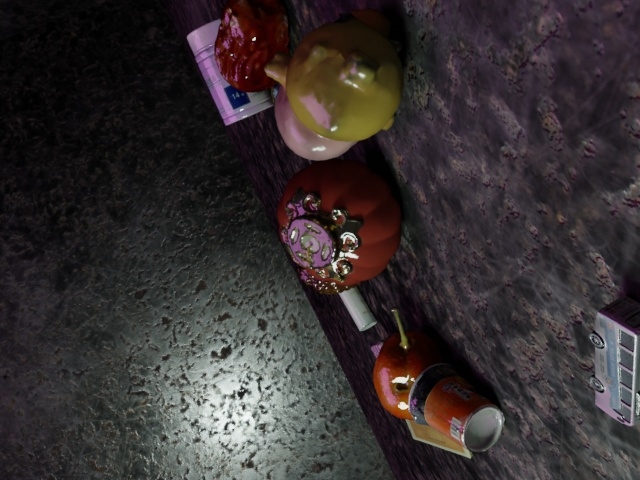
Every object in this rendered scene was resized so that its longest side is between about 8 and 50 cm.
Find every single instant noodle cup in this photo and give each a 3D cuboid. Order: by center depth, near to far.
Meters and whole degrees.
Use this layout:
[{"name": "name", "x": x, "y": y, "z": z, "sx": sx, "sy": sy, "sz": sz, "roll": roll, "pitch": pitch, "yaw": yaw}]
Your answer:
[{"name": "instant noodle cup", "x": 0.243, "y": 0.299, "z": 0.949, "sx": 0.136, "sy": 0.127, "sz": 0.127, "roll": 24, "pitch": 140, "yaw": 63}]

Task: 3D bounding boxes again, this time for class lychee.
[{"name": "lychee", "x": 0.036, "y": 0.027, "z": 1.159, "sx": 0.188, "sy": 0.188, "sz": 0.188, "roll": 61, "pitch": 170, "yaw": 18}]

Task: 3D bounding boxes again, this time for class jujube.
[{"name": "jujube", "x": -0.133, "y": -0.396, "z": 1.072, "sx": 0.155, "sy": 0.155, "sz": 0.230, "roll": 64, "pitch": 161, "yaw": 5}]

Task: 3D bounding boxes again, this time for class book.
[{"name": "book", "x": 0.240, "y": 0.380, "z": 1.229, "sx": 0.170, "sy": 0.018, "sz": 0.241, "roll": -2, "pitch": 117, "yaw": 50}]

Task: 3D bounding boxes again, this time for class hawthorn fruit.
[{"name": "hawthorn fruit", "x": 0.161, "y": 0.215, "z": 1.045, "sx": 0.165, "sy": 0.165, "sz": 0.285, "roll": 49, "pitch": 161, "yaw": 59}]

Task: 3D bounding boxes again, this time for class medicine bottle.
[{"name": "medicine bottle", "x": -0.244, "y": -0.460, "z": 1.472, "sx": 0.253, "sy": 0.152, "sz": 0.152, "roll": 66, "pitch": 171, "yaw": -14}]

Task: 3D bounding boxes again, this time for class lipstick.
[{"name": "lipstick", "x": 0.078, "y": 0.142, "z": 1.587, "sx": 0.263, "sy": 0.059, "sz": 0.059, "roll": 61, "pitch": 170, "yaw": 22}]

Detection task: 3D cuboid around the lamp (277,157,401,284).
[{"name": "lamp", "x": 0.035, "y": -0.034, "z": 0.940, "sx": 0.226, "sy": 0.227, "sz": 0.227, "roll": 61, "pitch": 170, "yaw": 18}]

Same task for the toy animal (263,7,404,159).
[{"name": "toy animal", "x": 0.019, "y": -0.194, "z": 0.703, "sx": 0.196, "sy": 0.168, "sz": 0.281, "roll": 23, "pitch": 170, "yaw": -10}]

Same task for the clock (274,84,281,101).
[{"name": "clock", "x": -0.056, "y": -0.284, "z": 1.237, "sx": 0.147, "sy": 0.045, "sz": 0.108, "roll": 57, "pitch": 169, "yaw": 35}]

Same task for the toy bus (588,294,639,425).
[{"name": "toy bus", "x": 0.276, "y": 0.111, "z": 0.486, "sx": 0.052, "sy": 0.037, "sz": 0.130, "roll": 42, "pitch": 155, "yaw": 55}]

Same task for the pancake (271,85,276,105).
[{"name": "pancake", "x": -0.106, "y": -0.354, "z": 1.408, "sx": 0.108, "sy": 0.017, "sz": 0.108, "roll": 58, "pitch": 166, "yaw": 24}]

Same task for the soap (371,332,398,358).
[{"name": "soap", "x": 0.208, "y": 0.340, "z": 1.370, "sx": 0.203, "sy": 0.066, "sz": 0.122, "roll": 63, "pitch": 169, "yaw": 11}]
